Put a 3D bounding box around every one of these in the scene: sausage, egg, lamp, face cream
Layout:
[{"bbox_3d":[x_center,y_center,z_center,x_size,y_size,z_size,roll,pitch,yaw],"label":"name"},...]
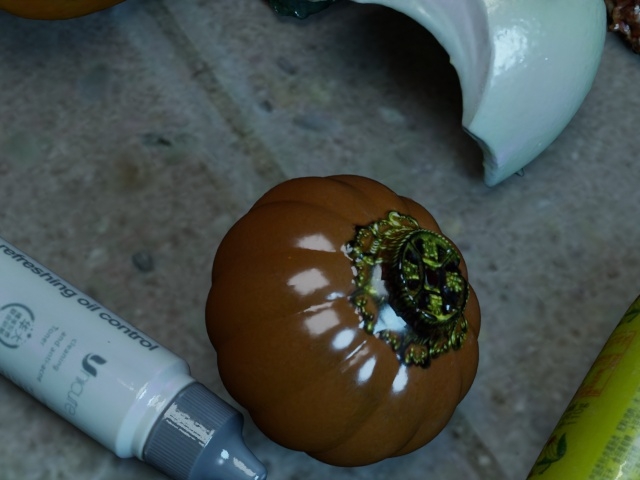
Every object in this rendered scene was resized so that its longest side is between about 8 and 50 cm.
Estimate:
[{"bbox_3d":[0.243,0.143,1.019,0.123,0.123,0.347,29,63,16],"label":"sausage"},{"bbox_3d":[0.144,-0.203,1.164,0.206,0.162,0.271,-33,85,-31],"label":"egg"},{"bbox_3d":[0.019,0.057,1.026,0.223,0.196,0.223,20,57,-33],"label":"lamp"},{"bbox_3d":[-0.170,0.102,1.061,0.311,0.092,0.092,33,65,17],"label":"face cream"}]

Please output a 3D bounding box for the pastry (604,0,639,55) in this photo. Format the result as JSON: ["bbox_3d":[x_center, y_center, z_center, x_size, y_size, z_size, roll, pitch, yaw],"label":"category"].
[{"bbox_3d":[0.335,-0.210,1.248,0.115,0.097,0.208,-28,61,-27],"label":"pastry"}]

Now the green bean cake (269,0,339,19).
[{"bbox_3d":[-0.003,-0.331,1.310,0.208,0.107,0.193,-33,66,-17],"label":"green bean cake"}]

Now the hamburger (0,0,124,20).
[{"bbox_3d":[-0.208,-0.395,1.194,0.395,0.396,0.277,-39,65,-20],"label":"hamburger"}]
